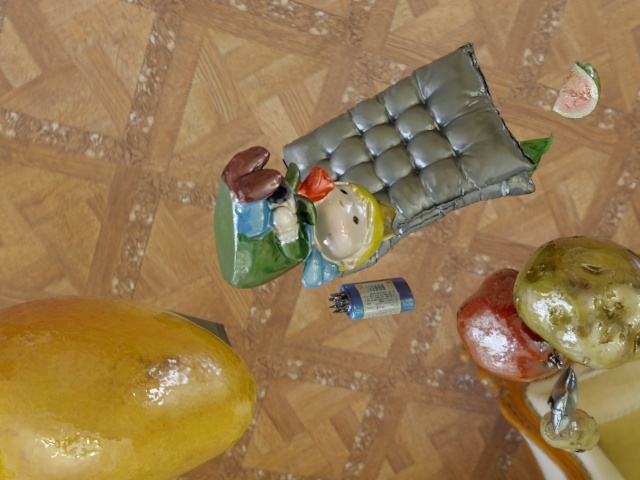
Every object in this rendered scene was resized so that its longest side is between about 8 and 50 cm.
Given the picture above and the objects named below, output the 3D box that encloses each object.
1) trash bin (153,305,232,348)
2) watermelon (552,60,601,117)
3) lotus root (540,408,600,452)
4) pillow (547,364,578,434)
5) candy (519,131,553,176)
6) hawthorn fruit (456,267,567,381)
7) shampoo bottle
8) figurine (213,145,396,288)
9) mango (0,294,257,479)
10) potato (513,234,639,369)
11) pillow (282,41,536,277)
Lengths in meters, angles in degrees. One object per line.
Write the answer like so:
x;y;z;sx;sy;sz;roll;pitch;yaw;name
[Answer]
-0.335;0.238;1.708;0.240;0.122;0.164;24;112;-35;trash bin
0.592;-0.341;1.778;0.087;0.163;0.069;31;64;12;watermelon
0.543;0.410;1.720;0.258;0.110;0.097;30;58;-59;lotus root
0.483;0.314;1.567;0.055;0.136;0.091;-12;103;28;pillow
0.414;-0.172;1.737;0.141;0.203;0.078;-32;97;-25;candy
0.327;0.146;1.274;0.185;0.202;0.185;-11;118;-22;hawthorn fruit
0.107;0.125;1.693;0.183;0.087;0.050;-6;142;-24;shampoo bottle
-0.007;-0.036;0.943;0.234;0.127;0.185;-10;126;-19;figurine
-0.171;0.125;0.672;0.257;0.187;0.138;-4;120;-45;mango
0.386;0.070;1.082;0.195;0.369;0.176;-21;83;27;potato
0.117;-0.109;1.129;0.326;0.228;0.101;-26;154;11;pillow
